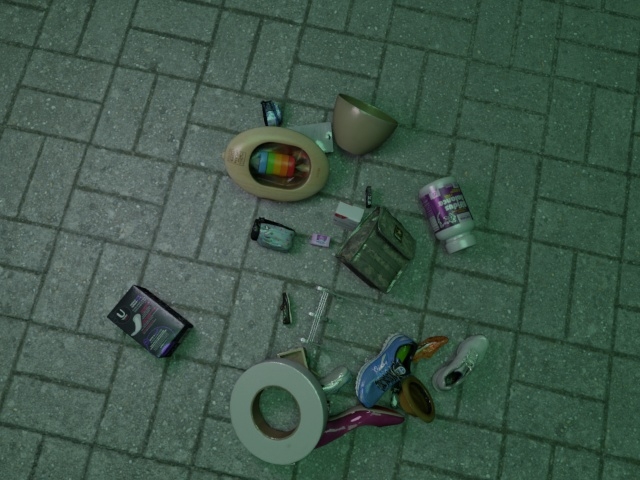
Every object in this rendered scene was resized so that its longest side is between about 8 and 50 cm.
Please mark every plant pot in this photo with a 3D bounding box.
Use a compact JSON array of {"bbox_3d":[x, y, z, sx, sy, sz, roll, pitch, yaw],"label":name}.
[{"bbox_3d":[0.164,-0.479,1.908,0.284,0.284,0.191,29,115,4],"label":"plant pot"}]

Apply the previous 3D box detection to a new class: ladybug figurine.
[{"bbox_3d":[-0.187,-0.325,1.870,0.448,0.162,0.306,12,106,-12],"label":"ladybug figurine"}]

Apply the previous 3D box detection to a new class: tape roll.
[{"bbox_3d":[-0.161,0.652,1.706,0.391,0.072,0.393,0,90,16],"label":"tape roll"}]

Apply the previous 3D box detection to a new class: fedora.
[{"bbox_3d":[0.370,0.635,1.761,0.079,0.194,0.194,-41,81,30],"label":"fedora"}]

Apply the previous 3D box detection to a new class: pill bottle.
[{"bbox_3d":[0.544,-0.103,1.872,0.169,0.169,0.302,-20,80,-4],"label":"pill bottle"}]

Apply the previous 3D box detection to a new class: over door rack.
[{"bbox_3d":[0.089,0.347,1.823,0.323,0.108,0.240,21,80,-12],"label":"over door rack"}]

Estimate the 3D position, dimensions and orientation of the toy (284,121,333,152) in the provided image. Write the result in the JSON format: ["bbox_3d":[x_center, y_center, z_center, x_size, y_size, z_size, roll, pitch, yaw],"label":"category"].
[{"bbox_3d":[-0.065,-0.442,1.981,0.237,0.056,0.137,-5,83,3],"label":"toy"}]

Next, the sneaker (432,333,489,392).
[{"bbox_3d":[0.579,0.499,1.782,0.111,0.129,0.297,42,80,8],"label":"sneaker"}]

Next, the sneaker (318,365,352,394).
[{"bbox_3d":[0.020,0.592,1.782,0.237,0.085,0.086,-28,108,1],"label":"sneaker"}]

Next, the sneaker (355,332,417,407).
[{"bbox_3d":[0.261,0.504,1.731,0.130,0.147,0.330,44,71,-15],"label":"sneaker"}]

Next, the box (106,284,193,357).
[{"bbox_3d":[-0.677,0.326,1.783,0.270,0.143,0.165,36,79,6],"label":"box"}]

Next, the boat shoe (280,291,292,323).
[{"bbox_3d":[-0.146,0.282,1.849,0.041,0.049,0.133,-6,84,-10],"label":"boat shoe"}]

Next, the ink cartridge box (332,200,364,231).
[{"bbox_3d":[0.116,-0.099,1.874,0.109,0.150,0.063,21,76,3],"label":"ink cartridge box"}]

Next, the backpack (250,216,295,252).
[{"bbox_3d":[-0.199,-0.021,1.867,0.181,0.152,0.115,17,85,-10],"label":"backpack"}]

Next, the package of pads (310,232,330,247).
[{"bbox_3d":[0.000,0.000,1.912,0.083,0.032,0.050,12,81,1],"label":"package of pads"}]

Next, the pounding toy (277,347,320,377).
[{"bbox_3d":[-0.086,0.506,1.796,0.141,0.100,0.130,-15,74,2],"label":"pounding toy"}]

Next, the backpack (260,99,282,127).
[{"bbox_3d":[-0.213,-0.553,1.973,0.084,0.105,0.115,-12,81,-4],"label":"backpack"}]

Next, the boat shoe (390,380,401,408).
[{"bbox_3d":[0.305,0.618,1.800,0.046,0.038,0.125,10,80,1],"label":"boat shoe"}]

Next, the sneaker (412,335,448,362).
[{"bbox_3d":[0.449,0.446,1.832,0.175,0.064,0.068,-25,101,0],"label":"sneaker"}]

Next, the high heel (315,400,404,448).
[{"bbox_3d":[0.136,0.737,1.740,0.376,0.127,0.182,3,81,9],"label":"high heel"}]

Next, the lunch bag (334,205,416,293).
[{"bbox_3d":[0.246,0.031,1.811,0.235,0.169,0.287,41,79,-22],"label":"lunch bag"}]

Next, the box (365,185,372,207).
[{"bbox_3d":[0.209,-0.188,1.933,0.018,0.067,0.084,-1,80,-1],"label":"box"}]
